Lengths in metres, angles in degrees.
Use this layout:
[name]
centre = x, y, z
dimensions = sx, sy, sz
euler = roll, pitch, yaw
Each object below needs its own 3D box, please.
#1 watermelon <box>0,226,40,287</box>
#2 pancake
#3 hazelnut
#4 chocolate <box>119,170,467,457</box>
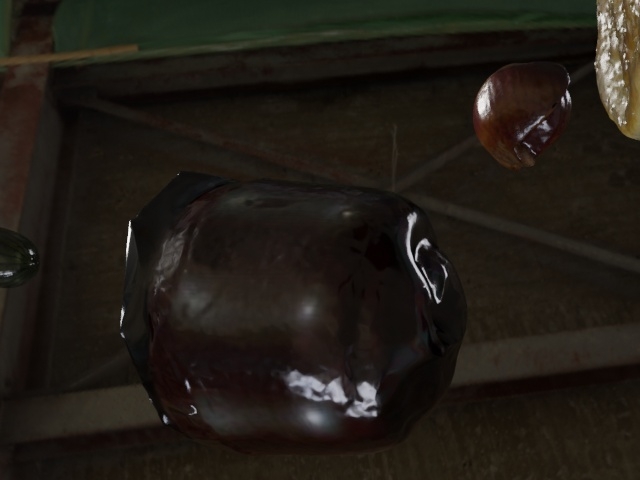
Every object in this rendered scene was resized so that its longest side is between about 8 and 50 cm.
[watermelon]
centre = -0.404, 0.022, 0.897
dimensions = 0.110, 0.078, 0.078
euler = 17, -129, 24
[pancake]
centre = 0.268, -0.223, 0.600
dimensions = 0.048, 0.283, 0.283
euler = -6, -132, 12
[hazelnut]
centre = 0.351, -0.220, 1.227
dimensions = 0.160, 0.202, 0.170
euler = 34, -97, 27
[chocolate]
centre = 0.001, 0.076, 0.856
dimensions = 0.331, 0.384, 0.384
euler = -13, -139, 35
